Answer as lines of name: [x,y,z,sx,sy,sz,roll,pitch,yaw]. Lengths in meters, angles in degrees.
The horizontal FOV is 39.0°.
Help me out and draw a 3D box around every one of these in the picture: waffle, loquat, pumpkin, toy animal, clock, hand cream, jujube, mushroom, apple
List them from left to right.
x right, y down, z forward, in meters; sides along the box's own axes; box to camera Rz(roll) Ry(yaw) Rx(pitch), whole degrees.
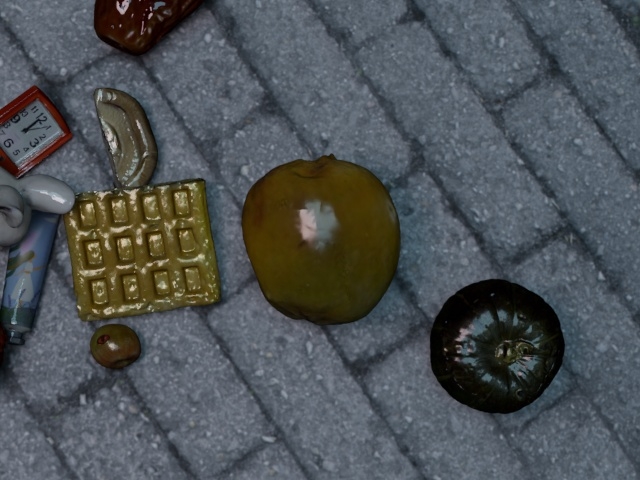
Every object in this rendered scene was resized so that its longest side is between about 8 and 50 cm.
toy animal: [-0.578,-0.046,1.477,0.325,0.208,0.154,-13,97,28]
clock: [-0.525,-0.188,1.575,0.155,0.061,0.113,-39,131,-12]
hand cream: [-0.510,0.053,1.560,0.088,0.055,0.256,6,73,1]
apple: [-0.348,0.178,1.535,0.084,0.084,0.071,-18,66,-8]
mushroom: [-0.339,-0.171,1.597,0.094,0.072,0.210,-18,94,-12]
waffle: [-0.304,0.015,1.553,0.248,0.055,0.221,-7,99,-6]
jujube: [-0.301,-0.454,1.602,0.190,0.190,0.255,28,88,-1]
loquat: [0.000,0.000,1.516,0.276,0.276,0.284,3,83,-5]
pumpkin: [0.304,0.180,1.561,0.238,0.159,0.238,2,82,-10]

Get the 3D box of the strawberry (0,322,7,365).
strawberry: [-0.655,0.144,1.450,0.274,0.274,0.220,-13,45,-8]
